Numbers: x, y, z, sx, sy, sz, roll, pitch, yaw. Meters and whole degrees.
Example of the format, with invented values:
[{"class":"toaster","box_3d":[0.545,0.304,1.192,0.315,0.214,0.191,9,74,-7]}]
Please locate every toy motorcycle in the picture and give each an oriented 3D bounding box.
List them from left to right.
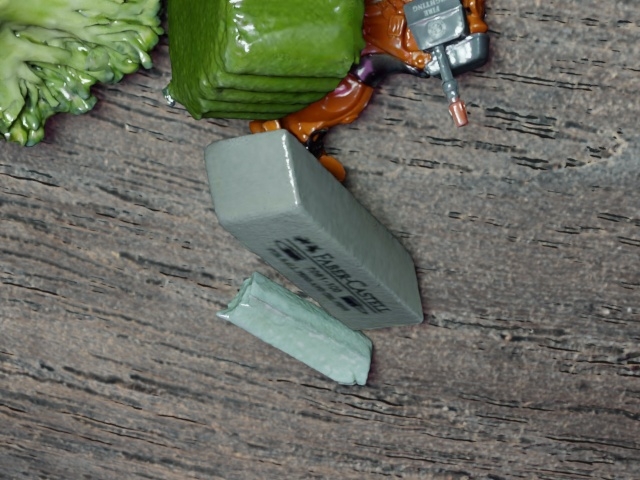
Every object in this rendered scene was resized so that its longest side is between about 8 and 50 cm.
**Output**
[{"class":"toy motorcycle","box_3d":[0.040,-0.188,1.247,0.326,0.148,0.221,-18,88,18]}]

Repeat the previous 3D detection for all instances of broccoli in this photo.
[{"class":"broccoli","box_3d":[-0.341,-0.278,1.201,0.324,0.272,0.334,-34,103,-24]}]

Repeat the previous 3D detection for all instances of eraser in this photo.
[{"class":"eraser","box_3d":[0.000,0.001,1.280,0.111,0.077,0.352,-7,149,31]}]

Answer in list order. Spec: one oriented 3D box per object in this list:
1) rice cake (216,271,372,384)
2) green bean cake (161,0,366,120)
[{"class":"rice cake","box_3d":[-0.025,0.112,1.416,0.206,0.069,0.063,31,115,-6]},{"class":"green bean cake","box_3d":[-0.058,-0.255,1.095,0.156,0.247,0.249,-3,83,-21]}]
